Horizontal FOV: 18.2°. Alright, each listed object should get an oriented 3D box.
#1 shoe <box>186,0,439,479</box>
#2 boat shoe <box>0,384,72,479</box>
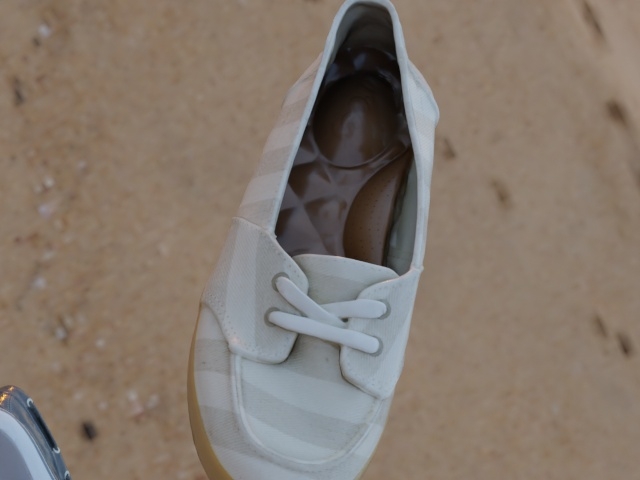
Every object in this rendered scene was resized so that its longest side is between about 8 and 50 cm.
[{"bbox_3d":[0.000,0.000,0.726,0.076,0.058,0.219,12,53,0],"label":"shoe"},{"bbox_3d":[-0.145,0.140,1.054,0.040,0.049,0.142,-61,136,-54],"label":"boat shoe"}]
